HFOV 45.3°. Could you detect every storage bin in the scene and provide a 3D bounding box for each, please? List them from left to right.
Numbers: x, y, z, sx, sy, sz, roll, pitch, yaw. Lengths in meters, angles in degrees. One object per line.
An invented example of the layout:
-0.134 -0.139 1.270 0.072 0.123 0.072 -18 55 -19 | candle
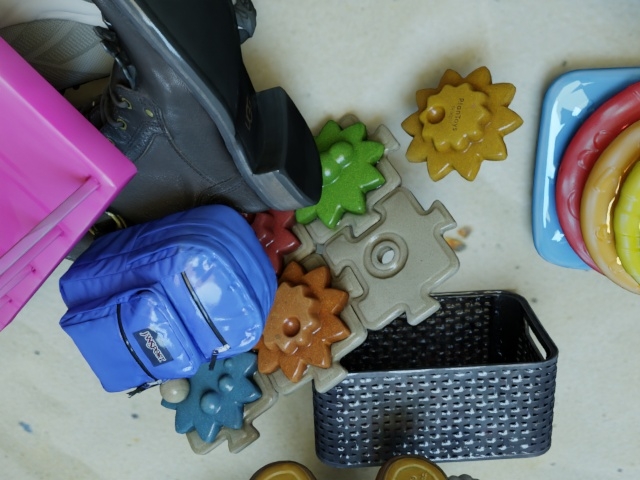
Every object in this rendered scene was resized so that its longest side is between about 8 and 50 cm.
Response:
0.083 0.105 0.605 0.180 0.122 0.084 -2 111 -1 | storage bin

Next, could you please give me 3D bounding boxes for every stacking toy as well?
0.257 -0.005 0.471 0.175 0.302 0.165 -3 112 -2 | stacking toy

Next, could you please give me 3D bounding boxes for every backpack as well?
-0.091 0.041 0.485 0.120 0.101 0.098 -18 120 17 | backpack

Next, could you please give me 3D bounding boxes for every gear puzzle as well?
0.000 0.000 0.543 0.339 0.175 0.044 -38 148 12 | gear puzzle

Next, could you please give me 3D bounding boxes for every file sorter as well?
-0.283 -0.001 0.433 0.202 0.182 0.291 45 141 -9 | file sorter

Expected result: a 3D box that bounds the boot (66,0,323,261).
-0.143 -0.067 0.486 0.229 0.091 0.263 -13 139 21 | boot

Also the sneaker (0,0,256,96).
-0.179 -0.143 0.523 0.272 0.100 0.108 -4 137 -4 | sneaker

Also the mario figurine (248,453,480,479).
0.011 0.234 0.613 0.198 0.170 0.320 29 149 17 | mario figurine
